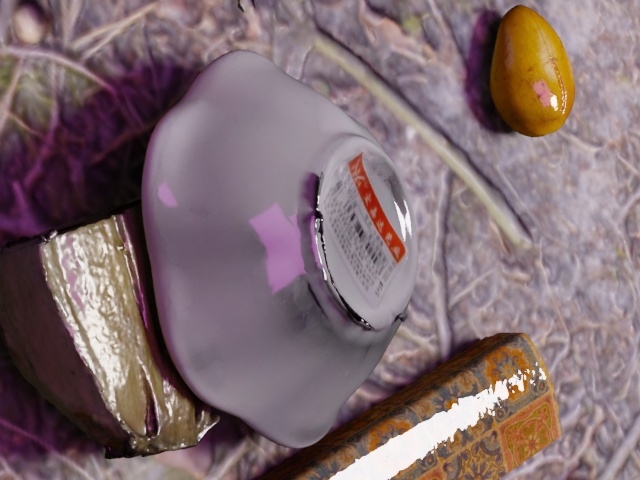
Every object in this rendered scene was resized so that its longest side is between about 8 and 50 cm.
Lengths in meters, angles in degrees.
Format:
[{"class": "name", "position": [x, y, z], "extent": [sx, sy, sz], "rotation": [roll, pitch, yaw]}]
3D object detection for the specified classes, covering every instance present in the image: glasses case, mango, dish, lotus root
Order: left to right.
[{"class": "lotus root", "position": [-0.112, 0.048, 0.904], "extent": [0.143, 0.070, 0.144], "rotation": [-11, 91, -52]}, {"class": "dish", "position": [0.000, 0.000, 0.938], "extent": [0.229, 0.081, 0.229], "rotation": [19, 67, -53]}, {"class": "glasses case", "position": [0.053, 0.134, 1.016], "extent": [0.218, 0.049, 0.075], "rotation": [-28, 99, -33]}, {"class": "mango", "position": [0.138, -0.112, 1.109], "extent": [0.060, 0.046, 0.089], "rotation": [-6, 83, -34]}]
